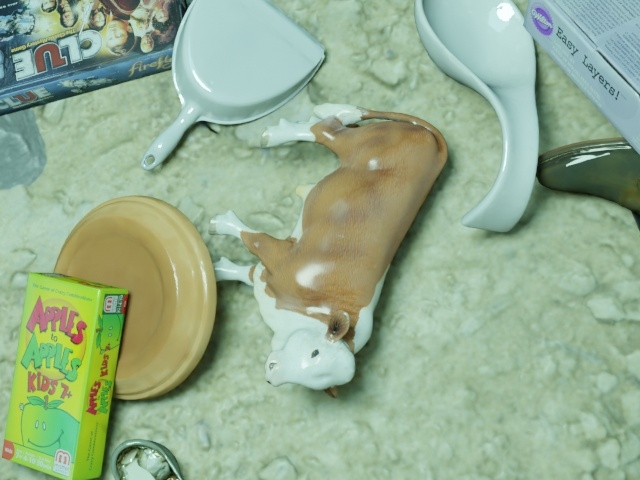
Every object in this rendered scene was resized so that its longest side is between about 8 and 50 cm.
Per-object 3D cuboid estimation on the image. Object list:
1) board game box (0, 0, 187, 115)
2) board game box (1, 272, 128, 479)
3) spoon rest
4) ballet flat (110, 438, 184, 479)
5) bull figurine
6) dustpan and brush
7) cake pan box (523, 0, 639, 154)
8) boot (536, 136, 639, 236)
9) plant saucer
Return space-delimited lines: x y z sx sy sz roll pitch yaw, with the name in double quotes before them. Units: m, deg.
"board game box" -0.267 -0.242 1.347 0.243 0.042 0.165 -15 69 6
"board game box" -0.243 0.127 1.167 0.092 0.043 0.181 11 94 31
"spoon rest" 0.161 -0.149 1.187 0.137 0.084 0.276 7 64 -29
"ballet flat" -0.129 0.273 1.121 0.072 0.068 0.213 -35 68 -2
"bull figurine" 0.000 0.000 1.167 0.188 0.101 0.310 24 66 17
"dustpan and brush" -0.114 -0.157 1.272 0.147 0.060 0.211 39 73 -2
"cake pan box" 0.357 -0.184 1.140 0.246 0.070 0.267 -26 63 -21
"boot" 0.305 -0.032 1.135 0.219 0.082 0.106 2 68 10
"plant saucer" -0.190 0.055 1.186 0.200 0.037 0.200 -2 85 31
